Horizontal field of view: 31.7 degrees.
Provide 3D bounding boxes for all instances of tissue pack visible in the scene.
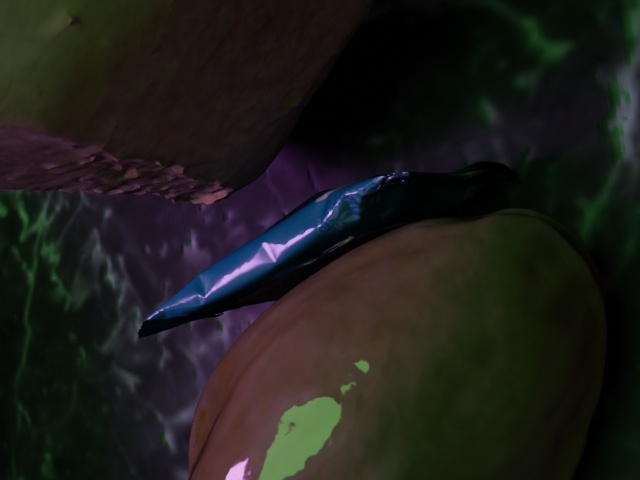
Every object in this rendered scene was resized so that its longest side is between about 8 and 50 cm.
[{"bbox_3d":[0.000,0.000,0.426,0.138,0.085,0.028,-32,77,33],"label":"tissue pack"}]

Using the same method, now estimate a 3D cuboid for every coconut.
[{"bbox_3d":[-0.103,-0.163,0.405,0.297,0.297,0.255,45,124,35],"label":"coconut"}]

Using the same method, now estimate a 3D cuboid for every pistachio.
[{"bbox_3d":[0.023,0.067,0.387,0.126,0.108,0.185,35,101,10],"label":"pistachio"}]
